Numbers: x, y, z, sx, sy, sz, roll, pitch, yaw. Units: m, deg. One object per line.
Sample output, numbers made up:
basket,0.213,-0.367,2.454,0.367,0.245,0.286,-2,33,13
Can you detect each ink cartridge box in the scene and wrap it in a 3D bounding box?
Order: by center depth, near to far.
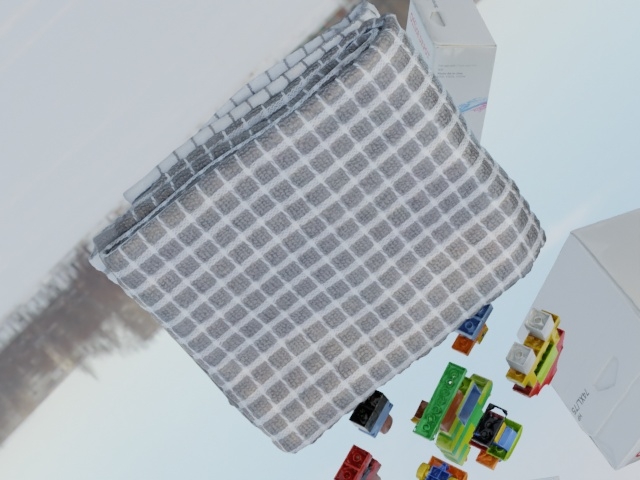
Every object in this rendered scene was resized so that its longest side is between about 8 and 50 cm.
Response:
ink cartridge box,0.399,0.084,1.176,0.270,0.197,0.198,-16,145,-25
ink cartridge box,0.170,-0.214,1.490,0.154,0.093,0.212,-103,-168,-51

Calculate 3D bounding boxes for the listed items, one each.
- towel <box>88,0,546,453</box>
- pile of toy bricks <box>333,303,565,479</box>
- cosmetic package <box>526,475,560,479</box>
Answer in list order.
towel,0.000,0.000,0.801,0.284,0.235,0.121,-39,-152,4
pile of toy bricks,0.107,0.146,0.855,0.212,0.118,0.105,-58,148,-15
cosmetic package,0.310,0.442,1.758,0.099,0.060,0.239,-19,170,33
